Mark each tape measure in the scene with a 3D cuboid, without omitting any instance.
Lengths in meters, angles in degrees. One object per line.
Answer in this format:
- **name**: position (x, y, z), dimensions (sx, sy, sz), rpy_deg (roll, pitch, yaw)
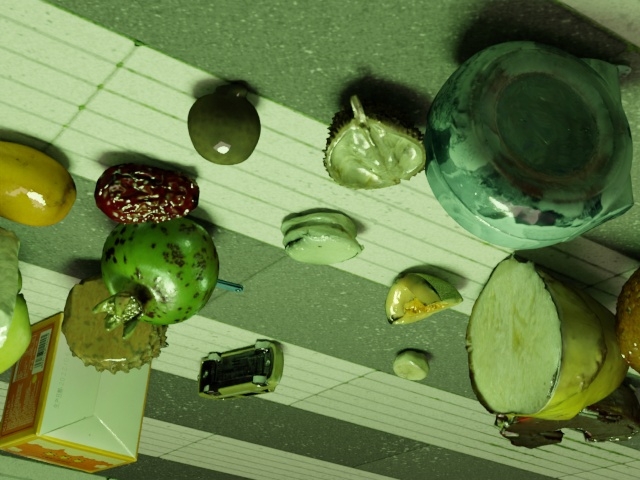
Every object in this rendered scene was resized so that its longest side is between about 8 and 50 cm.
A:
- **tape measure**: position (0.264, -0.116, 1.287), dimensions (0.275, 0.256, 0.147), rpy_deg (6, 158, -14)

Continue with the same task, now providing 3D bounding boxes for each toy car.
- **toy car**: position (-0.168, 0.310, 2.382), dimensions (0.257, 0.101, 0.124), rpy_deg (-16, 151, 38)

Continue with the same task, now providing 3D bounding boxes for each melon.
- **melon**: position (0.200, 0.103, 1.946), dimensions (0.128, 0.079, 0.160), rpy_deg (0, 159, -35)

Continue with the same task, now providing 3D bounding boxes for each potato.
- **potato**: position (0.459, 0.182, 1.858), dimensions (0.296, 0.290, 0.397), rpy_deg (4, 163, -17)

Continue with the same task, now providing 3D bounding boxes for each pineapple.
- **pineapple**: position (-0.401, 0.185, 2.098), dimensions (0.202, 0.202, 0.362), rpy_deg (4, 167, 1)

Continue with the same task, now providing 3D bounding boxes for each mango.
- **mango**: position (-0.494, -0.100, 1.616), dimensions (0.219, 0.112, 0.145), rpy_deg (27, 148, -16)

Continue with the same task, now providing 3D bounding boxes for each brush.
- **brush**: position (-0.229, 0.079, 2.026), dimensions (0.164, 0.014, 0.051), rpy_deg (15, 153, -22)

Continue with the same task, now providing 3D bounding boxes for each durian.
- **durian**: position (0.071, -0.151, 1.438), dimensions (0.148, 0.091, 0.188), rpy_deg (-16, 145, 12)

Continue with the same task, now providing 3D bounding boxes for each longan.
- **longan**: position (-0.135, -0.166, 1.442), dimensions (0.106, 0.106, 0.119), rpy_deg (11, 114, -13)

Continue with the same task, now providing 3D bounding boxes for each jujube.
- **jujube**: position (-0.279, -0.071, 1.643), dimensions (0.166, 0.104, 0.104), rpy_deg (10, 153, -13)

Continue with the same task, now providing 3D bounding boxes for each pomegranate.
- **pomegranate**: position (-0.285, 0.062, 1.753), dimensions (0.211, 0.263, 0.211), rpy_deg (11, 129, 14)

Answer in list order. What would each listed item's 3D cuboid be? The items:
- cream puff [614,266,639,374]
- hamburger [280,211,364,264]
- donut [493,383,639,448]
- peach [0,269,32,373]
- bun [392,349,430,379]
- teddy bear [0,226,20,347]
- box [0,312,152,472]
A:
- **cream puff**: position (0.644, 0.107, 1.729), dimensions (0.303, 0.212, 0.303), rpy_deg (-3, 148, -2)
- **hamburger**: position (0.000, 0.000, 1.778), dimensions (0.140, 0.062, 0.133), rpy_deg (-17, 147, 33)
- **donut**: position (0.558, 0.392, 2.393), dimensions (0.345, 0.136, 0.259), rpy_deg (-20, 143, 38)
- **peach**: position (-0.696, 0.119, 1.882), dimensions (0.316, 0.281, 0.314), rpy_deg (-3, 148, -7)
- **bun**: position (0.206, 0.277, 2.307), dimensions (0.086, 0.055, 0.086), rpy_deg (11, 144, 8)
- **teddy bear**: position (-0.664, 0.033, 1.584), dimensions (0.362, 0.375, 0.327), rpy_deg (21, 121, -21)
- **box**: position (-0.557, 0.353, 2.323), dimensions (0.259, 0.283, 0.214), rpy_deg (27, 147, -37)
